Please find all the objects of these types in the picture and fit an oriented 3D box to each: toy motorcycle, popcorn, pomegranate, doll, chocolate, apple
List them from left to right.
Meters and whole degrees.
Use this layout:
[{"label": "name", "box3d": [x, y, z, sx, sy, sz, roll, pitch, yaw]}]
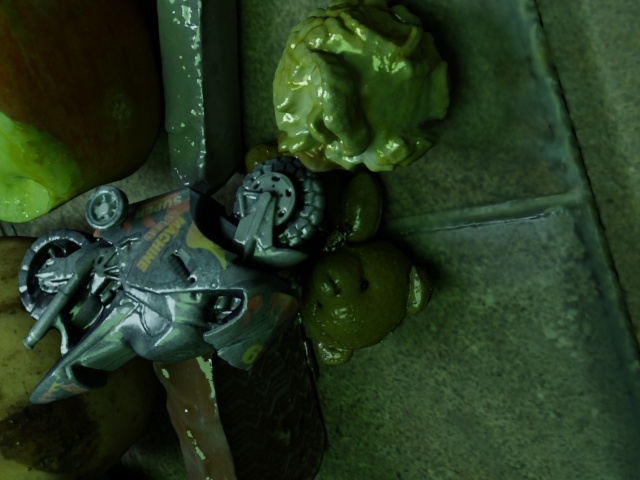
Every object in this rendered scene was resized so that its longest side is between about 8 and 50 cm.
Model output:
[{"label": "apple", "box3d": [-0.260, -0.131, 0.970, 0.246, 0.246, 0.226, -4, 112, 34]}, {"label": "pomegranate", "box3d": [-0.300, 0.137, 1.127, 0.281, 0.281, 0.281, 15, 122, 26]}, {"label": "toy motorcycle", "box3d": [-0.127, 0.039, 0.949, 0.307, 0.108, 0.173, -18, 70, 20]}, {"label": "chocolate", "box3d": [-0.077, 0.158, 1.076, 0.093, 0.148, 0.214, 7, 116, 36]}, {"label": "doll", "box3d": [0.000, 0.000, 0.973, 0.137, 0.097, 0.209, -34, 87, 24]}, {"label": "popcorn", "box3d": [0.032, -0.122, 0.877, 0.141, 0.162, 0.136, -2, 79, 9]}]

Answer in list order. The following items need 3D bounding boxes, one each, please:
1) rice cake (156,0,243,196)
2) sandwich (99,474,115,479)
[{"label": "rice cake", "box3d": [-0.104, -0.206, 0.942, 0.056, 0.072, 0.365, 15, 122, 26]}, {"label": "sandwich", "box3d": [-0.288, 0.334, 1.348, 0.090, 0.088, 0.244, 44, 127, -6]}]
